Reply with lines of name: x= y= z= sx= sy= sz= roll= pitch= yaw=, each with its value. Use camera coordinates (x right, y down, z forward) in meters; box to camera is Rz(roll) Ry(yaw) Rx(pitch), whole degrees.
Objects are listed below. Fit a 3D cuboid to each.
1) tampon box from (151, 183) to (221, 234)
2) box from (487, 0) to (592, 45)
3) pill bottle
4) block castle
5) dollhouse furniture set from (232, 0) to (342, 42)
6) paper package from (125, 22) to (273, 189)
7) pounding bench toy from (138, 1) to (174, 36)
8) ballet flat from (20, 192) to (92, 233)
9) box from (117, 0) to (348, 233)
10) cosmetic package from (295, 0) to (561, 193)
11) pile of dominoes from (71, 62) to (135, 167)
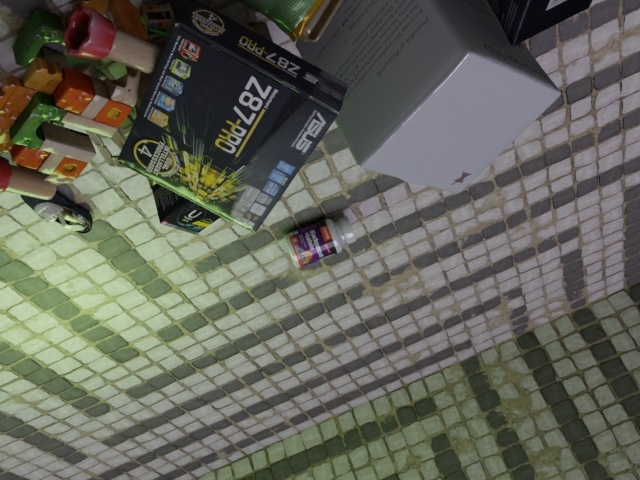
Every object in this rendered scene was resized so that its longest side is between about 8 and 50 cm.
tampon box: x=-0.270 y=-0.104 z=1.799 sx=0.161 sy=0.101 sz=0.120 roll=-33 pitch=151 yaw=26
box: x=0.379 y=-0.588 z=1.491 sx=0.179 sy=0.312 sz=0.343 roll=-27 pitch=170 yaw=0
pill bottle: x=0.000 y=0.000 z=2.365 sx=0.194 sy=0.108 sz=0.108 roll=-21 pitch=145 yaw=-1
block castle: x=-0.529 y=-0.309 z=1.516 sx=0.213 sy=0.303 sz=0.453 roll=14 pitch=133 yaw=-47
dollhouse furniture set: x=-0.081 y=-0.430 z=1.567 sx=0.198 sy=0.151 sz=0.301 roll=30 pitch=96 yaw=-20
paper package: x=-0.247 y=-0.292 z=1.798 sx=0.325 sy=0.168 sz=0.309 roll=-13 pitch=144 yaw=-11
pounding bench toy: x=-0.329 y=-0.433 z=1.636 sx=0.065 sy=0.083 sz=0.052 roll=-8 pitch=143 yaw=-20
ballet flat: x=-0.635 y=-0.067 z=1.979 sx=0.074 sy=0.074 sz=0.203 roll=-35 pitch=143 yaw=19
box: x=-0.178 y=-0.216 z=1.534 sx=0.318 sy=0.097 sz=0.395 roll=27 pitch=138 yaw=-13
cosmetic package: x=0.216 y=-0.365 z=1.726 sx=0.330 sy=0.393 sz=0.327 roll=9 pitch=135 yaw=-43
pile of dominoes: x=-0.441 y=-0.259 z=1.724 sx=0.040 sy=0.196 sz=0.251 roll=-52 pitch=134 yaw=-30
